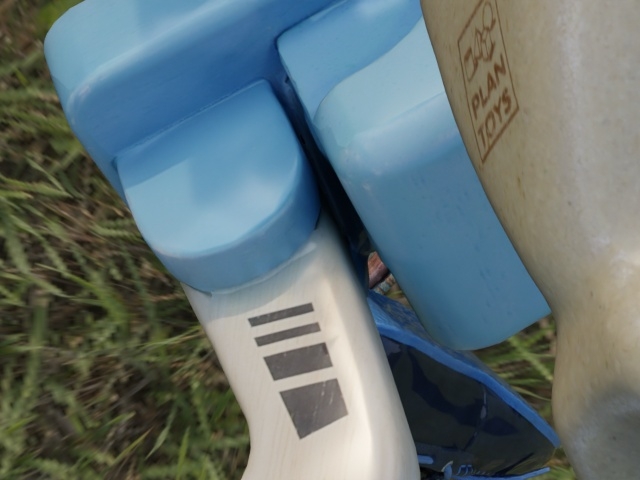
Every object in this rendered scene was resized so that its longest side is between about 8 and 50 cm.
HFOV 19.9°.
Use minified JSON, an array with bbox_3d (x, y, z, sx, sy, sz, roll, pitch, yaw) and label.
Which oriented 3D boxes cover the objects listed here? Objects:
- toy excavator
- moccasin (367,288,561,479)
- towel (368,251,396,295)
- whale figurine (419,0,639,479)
[{"bbox_3d":[0.000,0.000,0.778,0.433,0.222,0.445,-28,47,2],"label":"toy excavator"},{"bbox_3d":[0.053,0.114,1.286,0.117,0.342,0.137,-53,50,4],"label":"moccasin"},{"bbox_3d":[0.007,0.006,1.748,0.271,0.370,0.040,-44,105,0],"label":"towel"},{"bbox_3d":[0.114,-0.060,0.547,0.141,0.216,0.272,1,67,-13],"label":"whale figurine"}]
